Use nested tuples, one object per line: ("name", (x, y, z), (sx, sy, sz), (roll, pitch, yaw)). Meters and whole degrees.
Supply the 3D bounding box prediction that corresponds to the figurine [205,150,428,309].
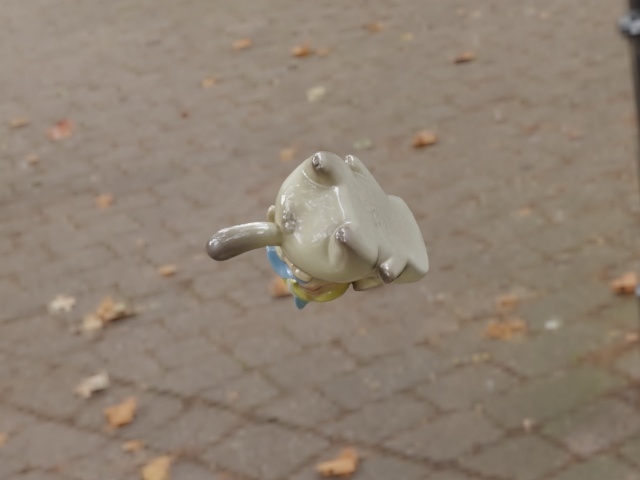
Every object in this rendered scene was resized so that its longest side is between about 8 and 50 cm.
("figurine", (0.000, 0.000, 0.604), (0.050, 0.047, 0.083), (-18, -22, 21))
